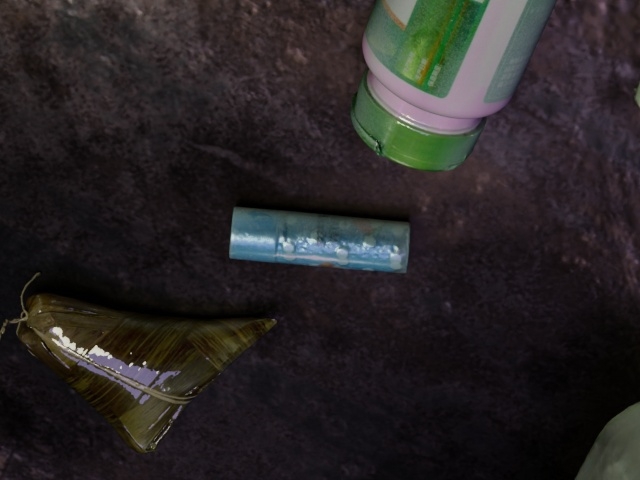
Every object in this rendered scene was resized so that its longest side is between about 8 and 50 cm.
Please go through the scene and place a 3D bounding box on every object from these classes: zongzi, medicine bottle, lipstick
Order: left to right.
[{"bbox_3d":[-0.166,0.075,1.785,0.184,0.084,0.187,-42,110,13],"label":"zongzi"},{"bbox_3d":[0.000,0.000,1.727,0.158,0.048,0.048,5,126,0],"label":"lipstick"},{"bbox_3d":[0.114,-0.188,1.527,0.133,0.133,0.274,16,125,-7],"label":"medicine bottle"}]

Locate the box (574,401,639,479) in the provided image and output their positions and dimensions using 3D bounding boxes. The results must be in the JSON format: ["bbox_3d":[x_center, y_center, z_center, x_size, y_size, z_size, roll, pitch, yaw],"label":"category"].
[{"bbox_3d":[0.385,0.320,1.839,0.397,0.111,0.396,6,128,-24],"label":"box"}]

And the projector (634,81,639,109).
[{"bbox_3d":[0.388,-0.200,1.404,0.249,0.248,0.249,21,129,16],"label":"projector"}]
